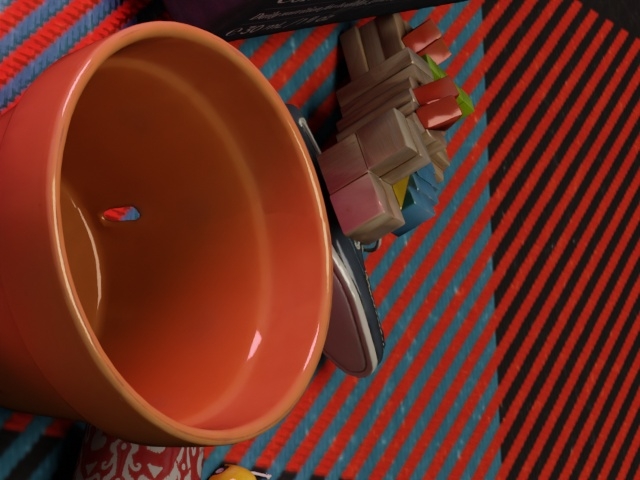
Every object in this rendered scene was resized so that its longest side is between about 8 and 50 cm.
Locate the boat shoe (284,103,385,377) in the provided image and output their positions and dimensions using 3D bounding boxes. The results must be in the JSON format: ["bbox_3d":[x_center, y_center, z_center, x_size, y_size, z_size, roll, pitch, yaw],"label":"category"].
[{"bbox_3d":[0.000,0.000,1.531,0.079,0.095,0.254,-36,101,-40],"label":"boat shoe"}]

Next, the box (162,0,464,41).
[{"bbox_3d":[0.124,-0.412,1.442,0.480,0.472,0.297,-20,81,-53],"label":"box"}]

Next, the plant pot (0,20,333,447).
[{"bbox_3d":[-0.155,0.011,1.213,0.291,0.203,0.291,21,64,-49],"label":"plant pot"}]

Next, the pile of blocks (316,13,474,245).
[{"bbox_3d":[0.093,-0.104,1.572,0.149,0.113,0.362,51,23,-21],"label":"pile of blocks"}]

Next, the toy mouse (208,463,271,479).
[{"bbox_3d":[-0.096,0.165,1.398,0.161,0.031,0.143,-35,109,-52],"label":"toy mouse"}]

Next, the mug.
[{"bbox_3d":[-0.148,0.223,1.273,0.113,0.150,0.169,15,58,-12],"label":"mug"}]
